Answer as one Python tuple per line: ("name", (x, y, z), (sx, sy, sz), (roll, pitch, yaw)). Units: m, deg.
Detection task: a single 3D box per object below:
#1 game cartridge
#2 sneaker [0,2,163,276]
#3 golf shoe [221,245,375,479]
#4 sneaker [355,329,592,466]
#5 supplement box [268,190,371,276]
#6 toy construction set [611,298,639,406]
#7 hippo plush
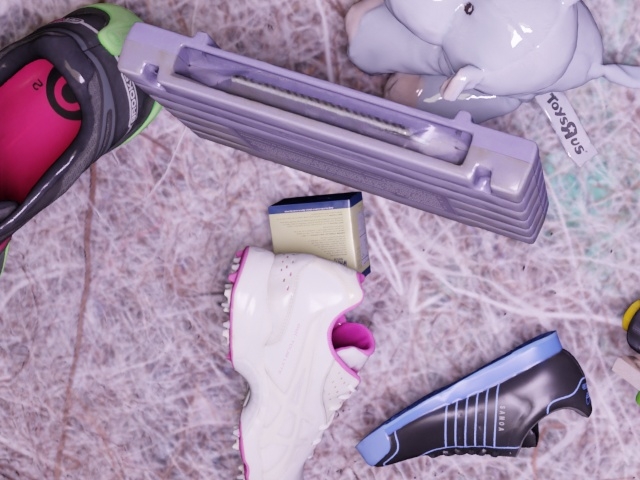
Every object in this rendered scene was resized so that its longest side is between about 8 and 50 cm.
("game cartridge", (0.023, -0.092, 1.080), (0.355, 0.230, 0.068), (19, 88, 15))
("sneaker", (-0.360, -0.054, 1.212), (0.185, 0.202, 0.483), (46, 108, 4))
("golf shoe", (-0.017, 0.147, 1.183), (0.140, 0.115, 0.306), (0, 122, 3))
("sneaker", (0.147, 0.177, 1.180), (0.232, 0.081, 0.090), (-31, 84, 17))
("supplement box", (0.000, 0.000, 1.199), (0.083, 0.056, 0.083), (-5, 99, 16))
("toy construction set", (0.355, 0.088, 1.005), (0.257, 0.309, 0.237), (35, 112, 15))
("hippo plush", (0.128, -0.167, 1.037), (0.234, 0.236, 0.294), (-40, 88, 18))
